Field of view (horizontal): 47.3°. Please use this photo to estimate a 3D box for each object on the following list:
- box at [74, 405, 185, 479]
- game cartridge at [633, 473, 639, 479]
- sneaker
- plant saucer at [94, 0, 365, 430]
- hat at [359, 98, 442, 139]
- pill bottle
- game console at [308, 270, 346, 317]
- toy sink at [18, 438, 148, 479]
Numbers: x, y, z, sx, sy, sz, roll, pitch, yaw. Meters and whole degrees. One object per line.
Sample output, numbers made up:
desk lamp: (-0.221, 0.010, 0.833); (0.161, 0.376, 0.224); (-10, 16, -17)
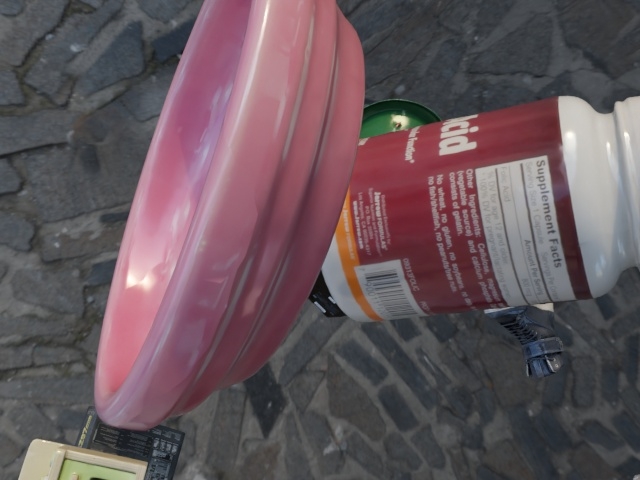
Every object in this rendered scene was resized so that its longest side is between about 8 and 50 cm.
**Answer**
box: (-0.426, 0.482, 1.602); (0.232, 0.059, 0.184); (29, 62, -36)
game cartridge: (0.231, 0.183, 0.472); (0.017, 0.083, 0.056); (-10, 78, -1)
sneaker: (0.432, 0.206, 1.532); (0.226, 0.086, 0.164); (10, 69, -41)
plant saucer: (-0.064, -0.037, 0.487); (0.084, 0.332, 0.332); (18, 100, -19)
hat: (0.088, -0.087, 1.071); (0.208, 0.184, 0.173); (-25, 115, 24)
pill bottle: (0.208, -0.036, 0.829); (0.392, 0.224, 0.224); (-9, 101, 22)
game console: (0.000, 0.000, 1.397); (0.213, 0.044, 0.361); (-32, 111, 31)
toy sink: (-0.463, 0.476, 1.385); (0.234, 0.131, 0.153); (16, 75, -8)
